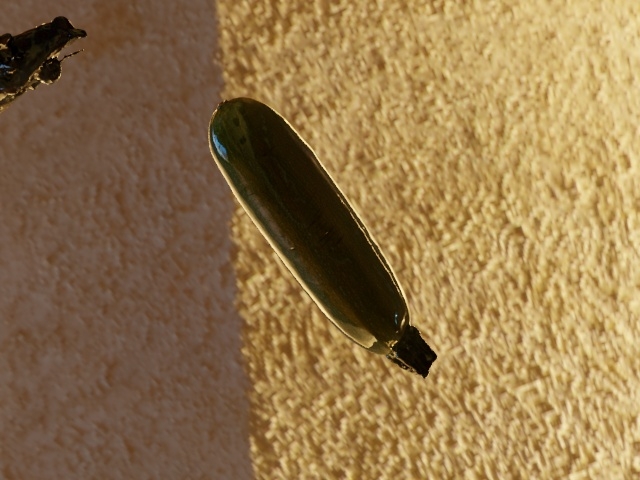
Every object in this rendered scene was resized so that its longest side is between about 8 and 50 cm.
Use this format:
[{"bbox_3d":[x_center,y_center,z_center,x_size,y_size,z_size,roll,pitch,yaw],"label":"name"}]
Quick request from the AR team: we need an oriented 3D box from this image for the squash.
[{"bbox_3d":[0.000,0.000,0.927,0.066,0.252,0.066,-29,-157,14],"label":"squash"}]

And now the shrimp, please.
[{"bbox_3d":[-0.290,-0.108,0.830,0.262,0.198,0.051,-16,-111,32],"label":"shrimp"}]
